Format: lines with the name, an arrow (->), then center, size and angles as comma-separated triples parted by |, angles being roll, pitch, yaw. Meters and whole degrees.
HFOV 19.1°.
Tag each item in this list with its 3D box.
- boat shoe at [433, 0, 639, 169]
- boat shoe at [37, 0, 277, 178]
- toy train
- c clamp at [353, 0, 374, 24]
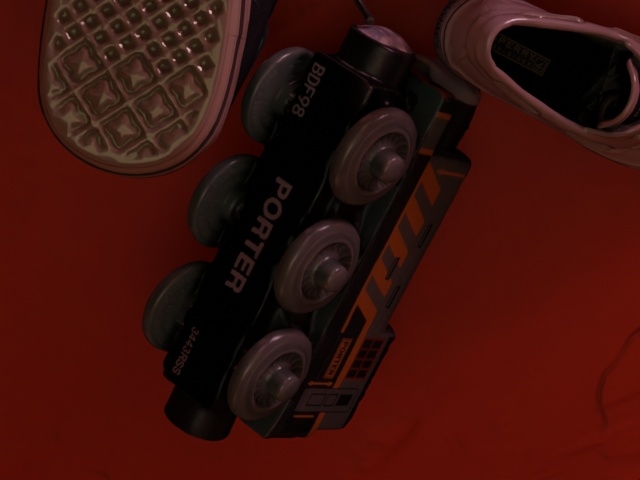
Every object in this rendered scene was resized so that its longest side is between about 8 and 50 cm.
boat shoe -> 0.210, -0.109, 1.366 | 0.267, 0.088, 0.096 | 24, 99, -26
boat shoe -> -0.081, -0.290, 1.321 | 0.187, 0.156, 0.500 | 14, 94, 3
toy train -> 0.000, 0.000, 1.405 | 0.142, 0.190, 0.334 | 35, 106, 33
c clamp -> 0.059, -0.246, 1.351 | 0.160, 0.137, 0.022 | -46, 139, 12
